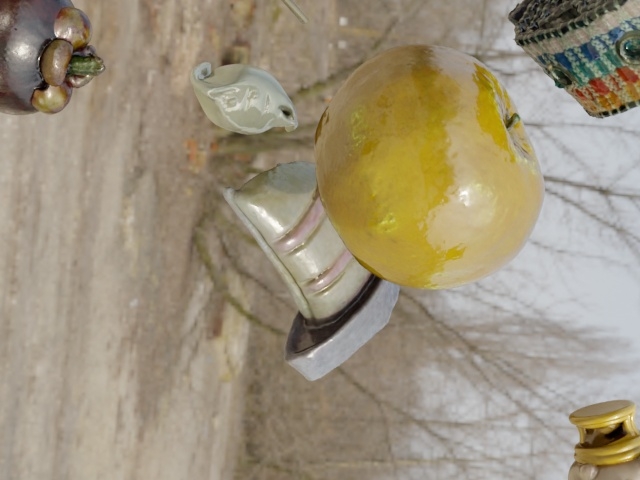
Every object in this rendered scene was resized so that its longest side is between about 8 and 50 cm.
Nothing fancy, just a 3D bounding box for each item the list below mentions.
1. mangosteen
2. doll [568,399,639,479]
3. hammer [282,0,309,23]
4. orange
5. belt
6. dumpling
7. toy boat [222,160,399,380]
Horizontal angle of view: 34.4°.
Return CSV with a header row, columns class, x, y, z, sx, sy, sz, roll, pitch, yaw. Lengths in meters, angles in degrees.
class,x,y,z,sx,sy,sz,roll,pitch,yaw
mangosteen,-0.258,-0.173,0.929,0.140,0.140,0.140,-176,-90,-90
doll,0.207,0.177,0.699,0.084,0.073,0.127,-5,81,-82
hammer,-0.037,-0.207,0.853,0.035,0.019,0.110,-58,151,-1
orange,0.116,-0.080,1.155,0.279,0.235,0.279,48,26,-32
belt,0.361,-0.243,1.119,0.295,0.160,0.207,-32,-156,35
dumpling,-0.120,-0.212,1.462,0.134,0.169,0.100,50,-44,44
toy boat,0.018,0.015,1.425,0.276,0.111,0.293,-34,119,-43
